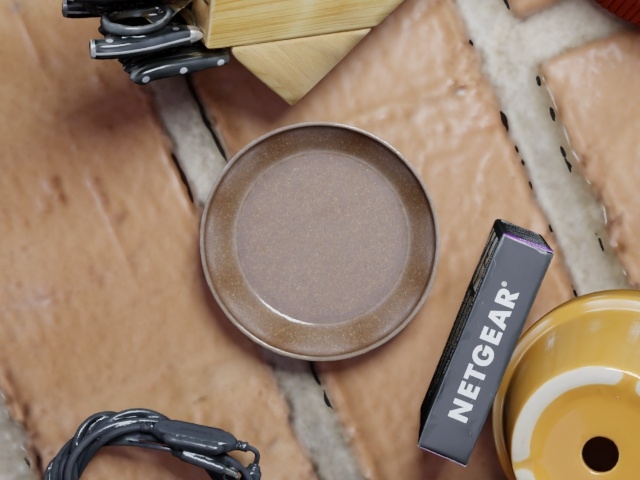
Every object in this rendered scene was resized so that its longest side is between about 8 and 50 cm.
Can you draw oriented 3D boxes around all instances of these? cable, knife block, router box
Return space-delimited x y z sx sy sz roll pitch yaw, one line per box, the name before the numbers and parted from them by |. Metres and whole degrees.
cable | -0.145 0.222 1.205 0.185 0.047 0.150 10 101 -1
knife block | -0.056 -0.224 1.055 0.276 0.242 0.088 -42 49 8
router box | 0.129 0.077 1.120 0.046 0.133 0.179 21 98 3

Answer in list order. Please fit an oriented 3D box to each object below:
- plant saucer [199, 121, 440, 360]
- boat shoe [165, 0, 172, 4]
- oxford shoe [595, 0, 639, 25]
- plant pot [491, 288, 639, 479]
plant saucer | 0.000 0.000 1.171 0.199 0.036 0.198 0 96 4
boat shoe | -0.095 -0.212 1.149 0.152 0.049 0.056 -44 91 7
oxford shoe | 0.227 -0.247 1.101 0.271 0.097 0.098 34 89 -2
plant pot | 0.222 0.145 1.072 0.205 0.188 0.205 1 92 17
